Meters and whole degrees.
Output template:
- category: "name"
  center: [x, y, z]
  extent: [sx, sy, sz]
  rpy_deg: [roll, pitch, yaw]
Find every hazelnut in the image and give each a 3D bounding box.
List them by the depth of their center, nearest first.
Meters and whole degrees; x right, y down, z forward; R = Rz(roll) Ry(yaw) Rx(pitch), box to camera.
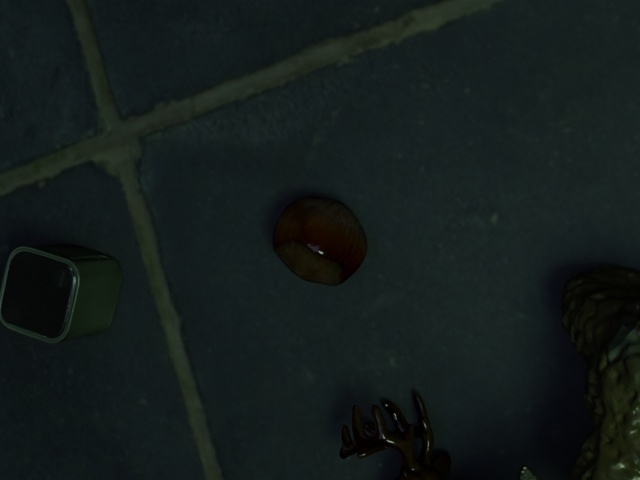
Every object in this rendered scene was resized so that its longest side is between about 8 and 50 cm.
- category: "hazelnut"
  center: [0.000, 0.000, 0.924]
  extent: [0.086, 0.086, 0.086]
  rpy_deg: [1, 92, 19]

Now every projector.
- category: "projector"
  center: [-0.255, 0.050, 1.006]
  extent: [0.083, 0.082, 0.083]
  rpy_deg: [17, 97, 18]

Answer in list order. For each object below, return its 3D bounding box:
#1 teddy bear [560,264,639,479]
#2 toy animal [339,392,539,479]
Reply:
- category: "teddy bear"
  center: [0.316, 0.117, 0.758]
  extent: [0.256, 0.156, 0.267]
  rpy_deg: [9, 55, -5]
- category: "toy animal"
  center: [0.133, 0.232, 0.825]
  extent: [0.243, 0.087, 0.260]
  rpy_deg: [-36, 74, 57]
